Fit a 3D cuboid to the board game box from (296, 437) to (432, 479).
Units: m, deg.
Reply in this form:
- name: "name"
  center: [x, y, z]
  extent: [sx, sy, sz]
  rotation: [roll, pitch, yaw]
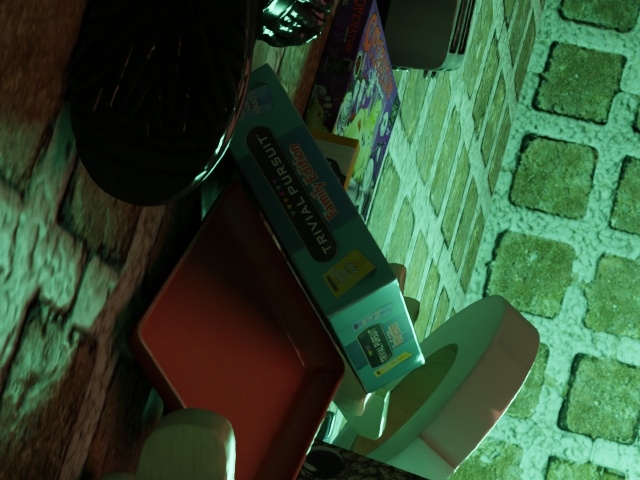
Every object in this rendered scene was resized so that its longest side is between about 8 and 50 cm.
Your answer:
- name: "board game box"
  center: [-0.020, 0.349, 1.806]
  extent: [0.141, 0.291, 0.232]
  rotation: [97, 15, -47]

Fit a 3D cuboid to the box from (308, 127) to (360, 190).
- name: "box"
  center: [-0.011, -0.062, 1.924]
  extent: [0.028, 0.081, 0.136]
  rotation: [73, 33, -68]

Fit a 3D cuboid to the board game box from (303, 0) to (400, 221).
- name: "board game box"
  center: [0.042, -0.156, 2.152]
  extent: [0.347, 0.056, 0.208]
  rotation: [63, 38, -71]

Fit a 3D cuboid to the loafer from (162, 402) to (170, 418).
- name: "loafer"
  center: [-0.130, 0.119, 1.681]
  extent: [0.061, 0.062, 0.170]
  rotation: [-31, -143, 48]

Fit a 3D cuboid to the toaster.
- name: "toaster"
  center: [0.147, -0.319, 2.291]
  extent: [0.168, 0.110, 0.186]
  rotation: [-20, 123, -77]

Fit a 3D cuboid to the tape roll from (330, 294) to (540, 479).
- name: "tape roll"
  center: [0.131, 0.234, 2.181]
  extent: [0.392, 0.072, 0.392]
  rotation: [-46, -173, 7]

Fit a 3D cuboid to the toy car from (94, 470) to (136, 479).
- name: "toy car"
  center: [-0.177, 0.315, 1.506]
  extent: [0.136, 0.159, 0.182]
  rotation: [-34, 152, -17]

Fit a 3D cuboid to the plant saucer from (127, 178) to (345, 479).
- name: "plant saucer"
  center: [-0.086, 0.113, 1.633]
  extent: [0.258, 0.047, 0.259]
  rotation: [60, 33, -24]

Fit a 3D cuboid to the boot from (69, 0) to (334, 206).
- name: "boot"
  center: [-0.080, -0.183, 1.358]
  extent: [0.260, 0.131, 0.348]
  rotation: [34, 70, -77]

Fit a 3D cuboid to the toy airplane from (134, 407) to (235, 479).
- name: "toy airplane"
  center: [-0.109, 0.348, 1.263]
  extent: [0.386, 0.384, 0.272]
  rotation: [48, 16, -25]

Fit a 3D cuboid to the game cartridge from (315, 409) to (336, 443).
- name: "game cartridge"
  center: [-0.062, 0.344, 2.208]
  extent: [0.355, 0.068, 0.230]
  rotation: [13, 94, -78]

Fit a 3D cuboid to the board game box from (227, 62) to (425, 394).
- name: "board game box"
  center: [0.000, 0.000, 1.696]
  extent: [0.079, 0.254, 0.336]
  rotation: [-30, 161, -1]

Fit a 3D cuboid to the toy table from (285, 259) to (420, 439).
- name: "toy table"
  center: [0.018, 0.122, 2.078]
  extent: [0.274, 0.161, 0.252]
  rotation: [-62, 161, -46]
